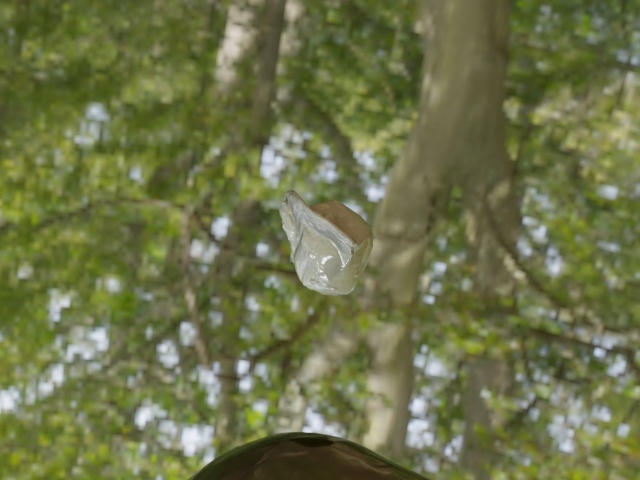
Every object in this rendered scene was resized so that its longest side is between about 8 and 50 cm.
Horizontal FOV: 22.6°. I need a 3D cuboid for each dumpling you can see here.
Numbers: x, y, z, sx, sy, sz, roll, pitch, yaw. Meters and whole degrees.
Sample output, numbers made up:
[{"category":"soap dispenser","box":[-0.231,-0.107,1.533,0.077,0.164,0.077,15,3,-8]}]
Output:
[{"category":"dumpling","box":[-0.001,0.002,0.896,0.057,0.052,0.076,23,-166,9]}]

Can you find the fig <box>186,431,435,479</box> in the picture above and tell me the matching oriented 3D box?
[{"category":"fig","box":[-0.011,0.209,0.768,0.203,0.203,0.225,24,-123,25]}]
